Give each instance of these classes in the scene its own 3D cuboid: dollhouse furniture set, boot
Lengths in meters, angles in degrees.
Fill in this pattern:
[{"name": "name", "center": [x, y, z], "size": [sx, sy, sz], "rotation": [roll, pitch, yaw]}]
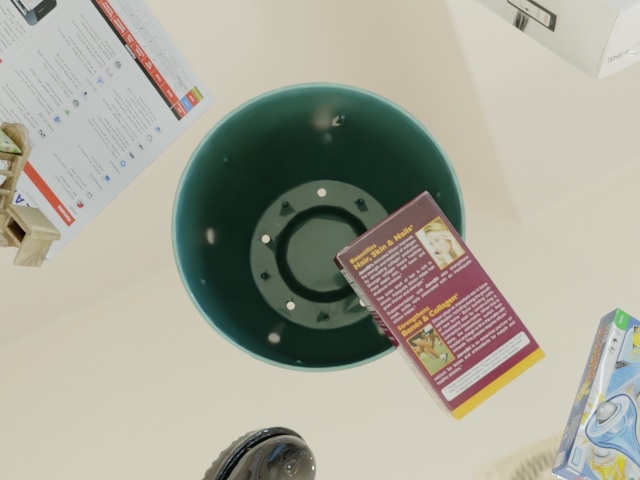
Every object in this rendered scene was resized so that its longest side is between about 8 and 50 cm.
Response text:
[{"name": "dollhouse furniture set", "center": [-0.367, -0.062, 1.331], "size": [0.182, 0.101, 0.161], "rotation": [9, -154, -47]}, {"name": "boot", "center": [-0.037, 0.346, 1.569], "size": [0.260, 0.131, 0.348], "rotation": [-8, -154, 38]}]

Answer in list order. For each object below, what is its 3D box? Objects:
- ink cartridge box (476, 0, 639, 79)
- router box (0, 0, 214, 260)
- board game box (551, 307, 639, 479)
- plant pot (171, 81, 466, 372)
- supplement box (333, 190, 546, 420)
[{"name": "ink cartridge box", "center": [0.260, -0.268, 1.373], "size": [0.148, 0.086, 0.203], "rotation": [-28, -125, -37]}, {"name": "router box", "center": [-0.331, -0.199, 1.562], "size": [0.301, 0.335, 0.082], "rotation": [-46, -153, -24]}, {"name": "board game box", "center": [0.333, 0.188, 1.401], "size": [0.035, 0.136, 0.201], "rotation": [-46, -164, 57]}, {"name": "plant pot", "center": [0.000, 0.000, 1.434], "size": [0.293, 0.293, 0.235], "rotation": [-23, 172, -2]}, {"name": "supplement box", "center": [0.107, 0.061, 1.236], "size": [0.104, 0.188, 0.081], "rotation": [-36, 178, -5]}]
